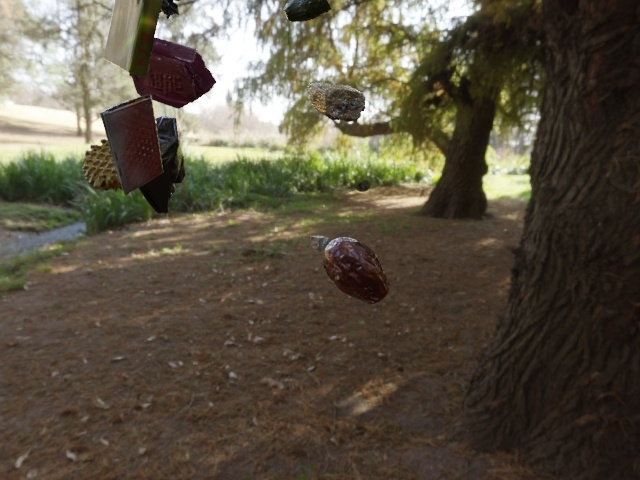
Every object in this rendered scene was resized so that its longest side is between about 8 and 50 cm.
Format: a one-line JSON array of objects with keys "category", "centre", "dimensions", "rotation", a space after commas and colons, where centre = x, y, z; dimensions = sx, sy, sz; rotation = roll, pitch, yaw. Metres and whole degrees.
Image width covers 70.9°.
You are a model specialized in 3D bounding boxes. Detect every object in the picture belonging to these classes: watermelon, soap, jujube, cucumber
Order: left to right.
[{"category": "soap", "centre": [-0.420, -0.475, 1.283], "dimensions": [0.250, 0.162, 0.099], "rotation": [20, 50, 16]}, {"category": "cucumber", "centre": [-0.034, -0.568, 1.088], "dimensions": [0.108, 0.067, 0.035], "rotation": [-25, 21, 4]}, {"category": "watermelon", "centre": [0.000, 0.000, 1.860], "dimensions": [0.085, 0.085, 0.061], "rotation": [3, -22, -6]}, {"category": "jujube", "centre": [0.136, 0.112, 1.690], "dimensions": [0.290, 0.197, 0.197], "rotation": [44, 0, -18]}]

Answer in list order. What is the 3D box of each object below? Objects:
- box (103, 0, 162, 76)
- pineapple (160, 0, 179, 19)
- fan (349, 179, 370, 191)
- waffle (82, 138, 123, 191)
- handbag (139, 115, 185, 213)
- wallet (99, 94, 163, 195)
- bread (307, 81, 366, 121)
[{"category": "box", "centre": [-0.427, -0.474, 1.008], "dimensions": [0.043, 0.172, 0.311], "rotation": [8, 19, -37]}, {"category": "pineapple", "centre": [-0.519, -0.726, 1.278], "dimensions": [0.128, 0.128, 0.248], "rotation": [13, 3, 37]}, {"category": "fan", "centre": [0.154, -0.195, 1.687], "dimensions": [0.060, 0.080, 0.003], "rotation": [24, 40, -40]}, {"category": "waffle", "centre": [-0.618, -0.235, 1.359], "dimensions": [0.197, 0.070, 0.193], "rotation": [-39, 62, -15]}, {"category": "handbag", "centre": [-0.628, -0.286, 1.780], "dimensions": [0.152, 0.287, 0.342], "rotation": [4, 49, 8]}, {"category": "wallet", "centre": [-0.362, -0.185, 0.883], "dimensions": [0.020, 0.196, 0.103], "rotation": [36, 54, 20]}, {"category": "bread", "centre": [0.038, -0.333, 1.082], "dimensions": [0.125, 0.082, 0.106], "rotation": [-5, 27, -31]}]
